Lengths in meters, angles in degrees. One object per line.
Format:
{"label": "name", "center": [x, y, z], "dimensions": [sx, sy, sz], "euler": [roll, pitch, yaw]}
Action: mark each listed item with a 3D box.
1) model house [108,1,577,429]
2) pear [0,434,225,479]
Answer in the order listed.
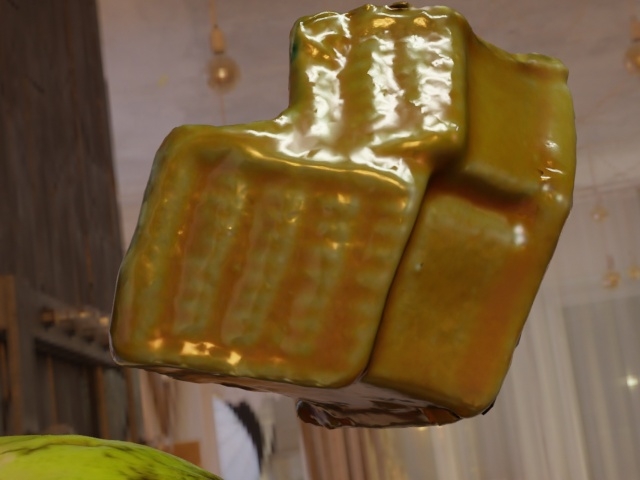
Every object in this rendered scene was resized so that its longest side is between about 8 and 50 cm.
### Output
{"label": "model house", "center": [0.000, -0.011, 0.672], "dimensions": [0.239, 0.268, 0.173], "euler": [17, 2, -36]}
{"label": "pear", "center": [-0.117, 0.292, 0.527], "dimensions": [0.391, 0.391, 0.391], "euler": [-8, -11, -1]}
